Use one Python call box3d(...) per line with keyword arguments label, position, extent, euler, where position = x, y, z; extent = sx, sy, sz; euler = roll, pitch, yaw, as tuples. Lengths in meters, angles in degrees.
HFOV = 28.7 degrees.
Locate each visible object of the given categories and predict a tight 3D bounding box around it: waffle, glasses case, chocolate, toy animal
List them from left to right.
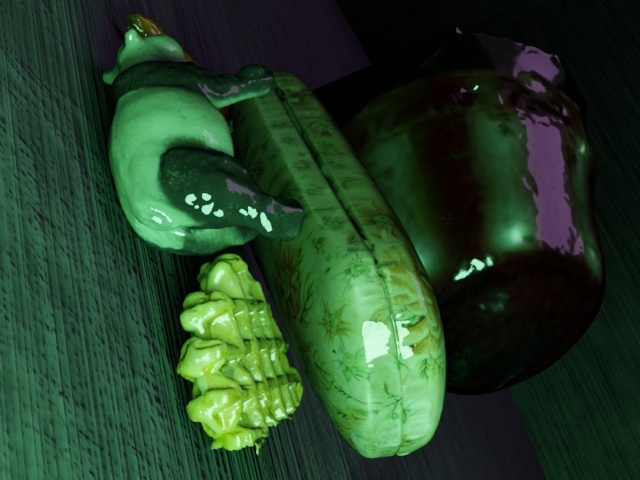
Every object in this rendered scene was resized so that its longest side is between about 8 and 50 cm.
box3d(label="toy animal", position=(-0.096, -0.074, 0.891), extent=(0.121, 0.094, 0.225), euler=(13, 43, -28))
box3d(label="waffle", position=(-0.052, 0.094, 0.854), extent=(0.192, 0.046, 0.161), euler=(-92, 164, -59))
box3d(label="glasses case", position=(0.000, 0.000, 0.960), extent=(0.425, 0.098, 0.157), euler=(-118, -161, -59))
box3d(label="chocolate", position=(0.159, 0.004, 1.475), extent=(0.384, 0.383, 0.331), euler=(54, 27, -48))

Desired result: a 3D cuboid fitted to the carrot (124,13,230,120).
box3d(label="carrot", position=(-0.095, -0.114, 1.150), extent=(0.271, 0.062, 0.066), euler=(43, 56, -56))
